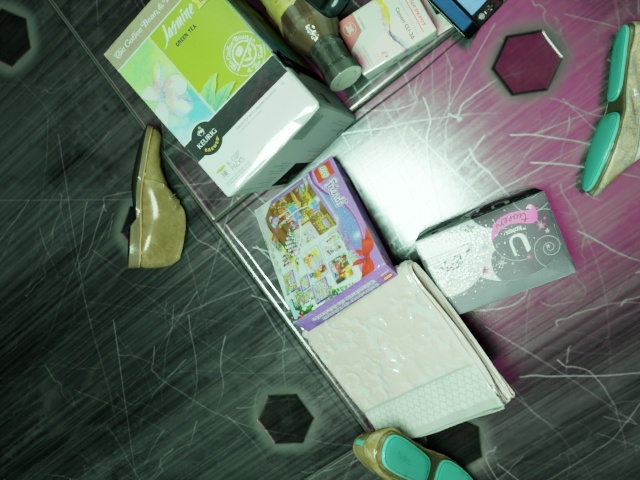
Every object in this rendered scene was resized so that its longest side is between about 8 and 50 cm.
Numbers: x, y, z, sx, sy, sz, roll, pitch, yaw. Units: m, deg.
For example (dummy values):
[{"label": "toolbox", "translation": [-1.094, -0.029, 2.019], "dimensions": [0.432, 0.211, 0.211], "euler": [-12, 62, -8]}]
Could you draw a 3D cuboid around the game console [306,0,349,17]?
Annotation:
[{"label": "game console", "translation": [-0.072, -0.506, 1.068], "dimensions": [0.361, 0.044, 0.213], "euler": [47, 126, 23]}]

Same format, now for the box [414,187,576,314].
[{"label": "box", "translation": [0.320, 0.020, 1.150], "dimensions": [0.247, 0.142, 0.163], "euler": [-22, 92, 13]}]

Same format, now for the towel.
[{"label": "towel", "translation": [0.151, 0.234, 1.187], "dimensions": [0.332, 0.053, 0.317], "euler": [-38, 88, 41]}]

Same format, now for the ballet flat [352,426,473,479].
[{"label": "ballet flat", "translation": [0.190, 0.470, 1.227], "dimensions": [0.342, 0.124, 0.116], "euler": [37, 62, -28]}]

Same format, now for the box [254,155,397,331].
[{"label": "box", "translation": [0.000, 0.000, 1.175], "dimensions": [0.201, 0.057, 0.293], "euler": [-34, 51, 14]}]

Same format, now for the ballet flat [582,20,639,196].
[{"label": "ballet flat", "translation": [0.558, -0.226, 1.091], "dimensions": [0.106, 0.107, 0.316], "euler": [11, 100, 3]}]

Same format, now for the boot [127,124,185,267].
[{"label": "boot", "translation": [-0.348, -0.092, 1.319], "dimensions": [0.115, 0.112, 0.305], "euler": [2, 94, -18]}]

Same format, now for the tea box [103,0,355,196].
[{"label": "tea box", "translation": [-0.142, -0.274, 1.116], "dimensions": [0.220, 0.329, 0.323], "euler": [-43, 87, 14]}]

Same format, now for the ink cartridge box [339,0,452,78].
[{"label": "ink cartridge box", "translation": [0.145, -0.412, 1.172], "dimensions": [0.198, 0.067, 0.115], "euler": [-30, 89, 14]}]

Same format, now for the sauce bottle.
[{"label": "sauce bottle", "translation": [-0.040, -0.433, 1.152], "dimensions": [0.111, 0.111, 0.344], "euler": [-34, 74, 14]}]

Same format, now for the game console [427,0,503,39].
[{"label": "game console", "translation": [0.264, -0.448, 1.133], "dimensions": [0.122, 0.071, 0.107], "euler": [44, 104, -5]}]
